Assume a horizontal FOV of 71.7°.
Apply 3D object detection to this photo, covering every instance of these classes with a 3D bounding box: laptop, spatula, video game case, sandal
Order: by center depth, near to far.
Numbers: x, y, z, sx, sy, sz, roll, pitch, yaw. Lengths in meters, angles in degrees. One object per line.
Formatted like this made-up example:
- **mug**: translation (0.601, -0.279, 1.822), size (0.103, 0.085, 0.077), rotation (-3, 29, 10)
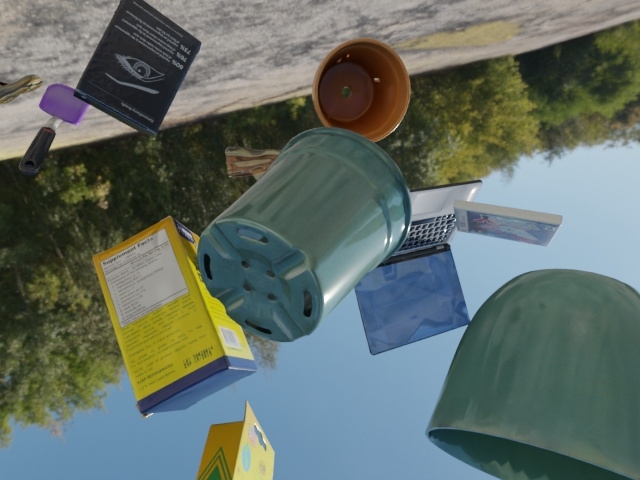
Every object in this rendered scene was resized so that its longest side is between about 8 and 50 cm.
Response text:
- **spatula**: translation (-0.530, -0.223, 0.870), size (0.030, 0.084, 0.297), rotation (-47, -146, 30)
- **sandal**: translation (-0.670, -0.315, 0.922), size (0.180, 0.049, 0.072), rotation (-21, -160, 6)
- **video game case**: translation (0.392, -0.034, 0.948), size (0.201, 0.023, 0.183), rotation (11, 170, 22)
- **laptop**: translation (0.302, 0.073, 1.264), size (0.381, 0.408, 0.236), rotation (-11, -131, -25)

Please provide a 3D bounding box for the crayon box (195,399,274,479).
- **crayon box**: translation (-0.167, 0.505, 0.854), size (0.081, 0.202, 0.319), rotation (-11, -150, 9)

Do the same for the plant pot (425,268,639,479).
- **plant pot**: translation (0.308, 0.180, 0.558), size (0.293, 0.293, 0.235), rotation (-2, -127, 41)

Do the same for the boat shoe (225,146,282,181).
- **boat shoe**: translation (-0.185, -0.252, 1.527), size (0.323, 0.120, 0.122), rotation (9, -174, 24)

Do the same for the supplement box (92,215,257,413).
- **supplement box**: translation (-0.314, 0.164, 0.974), size (0.194, 0.357, 0.195), rotation (-27, 160, 0)

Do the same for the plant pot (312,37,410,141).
- **plant pot**: translation (0.104, -0.455, 1.368), size (0.290, 0.291, 0.203), rotation (-16, -159, -7)

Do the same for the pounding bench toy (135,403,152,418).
- **pounding bench toy**: translation (-0.543, 0.501, 1.388), size (0.065, 0.083, 0.052), rotation (-41, 168, 13)

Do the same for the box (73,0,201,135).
- **box**: translation (-0.349, -0.328, 0.845), size (0.153, 0.207, 0.108), rotation (29, 175, -33)

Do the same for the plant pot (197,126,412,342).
- **plant pot**: translation (-0.036, -0.006, 0.861), size (0.341, 0.341, 0.334), rotation (-5, -154, 33)
